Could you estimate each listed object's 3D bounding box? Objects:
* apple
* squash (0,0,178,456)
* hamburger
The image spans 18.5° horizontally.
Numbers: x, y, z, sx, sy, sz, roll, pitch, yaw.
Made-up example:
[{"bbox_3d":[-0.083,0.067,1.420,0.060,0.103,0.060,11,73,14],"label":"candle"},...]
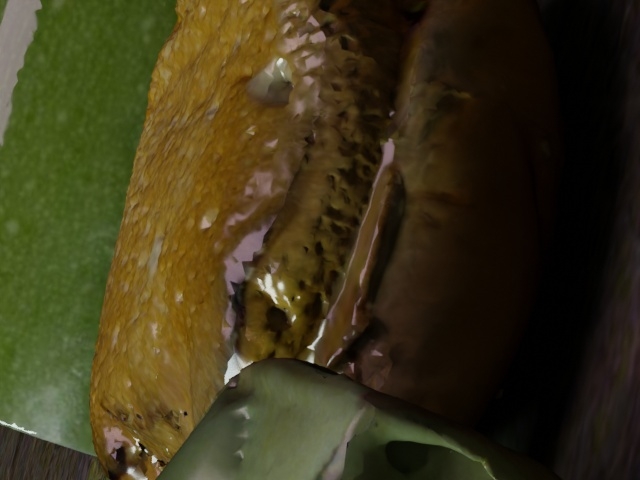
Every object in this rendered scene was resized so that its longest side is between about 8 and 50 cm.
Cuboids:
[{"bbox_3d":[0.011,0.148,0.693,0.207,0.174,0.188,30,86,45],"label":"apple"},{"bbox_3d":[-0.108,-0.073,1.194,0.263,0.263,0.384,-164,91,-75],"label":"squash"},{"bbox_3d":[0.000,0.000,0.901,0.290,0.170,0.314,133,149,-65],"label":"hamburger"}]
